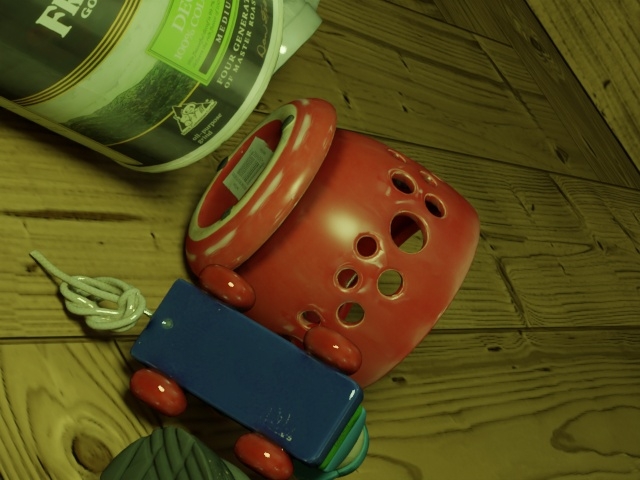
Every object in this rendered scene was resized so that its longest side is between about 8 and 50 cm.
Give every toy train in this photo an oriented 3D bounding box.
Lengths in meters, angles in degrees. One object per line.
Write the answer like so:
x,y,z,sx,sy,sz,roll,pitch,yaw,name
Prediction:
-0.078,0.082,1.267,0.248,0.105,0.143,29,-11,20,toy train

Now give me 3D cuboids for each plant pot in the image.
0.000,0.000,1.428,0.174,0.191,0.191,36,25,-17,plant pot

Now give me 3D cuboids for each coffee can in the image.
-0.186,-0.184,1.297,0.275,0.201,0.201,25,34,-51,coffee can

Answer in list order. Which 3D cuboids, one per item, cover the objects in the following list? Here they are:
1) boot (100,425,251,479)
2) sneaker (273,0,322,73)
-0.007,0.277,1.077,0.223,0.118,0.338,39,29,-47,boot
-0.087,-0.245,1.755,0.169,0.108,0.292,46,12,-14,sneaker
